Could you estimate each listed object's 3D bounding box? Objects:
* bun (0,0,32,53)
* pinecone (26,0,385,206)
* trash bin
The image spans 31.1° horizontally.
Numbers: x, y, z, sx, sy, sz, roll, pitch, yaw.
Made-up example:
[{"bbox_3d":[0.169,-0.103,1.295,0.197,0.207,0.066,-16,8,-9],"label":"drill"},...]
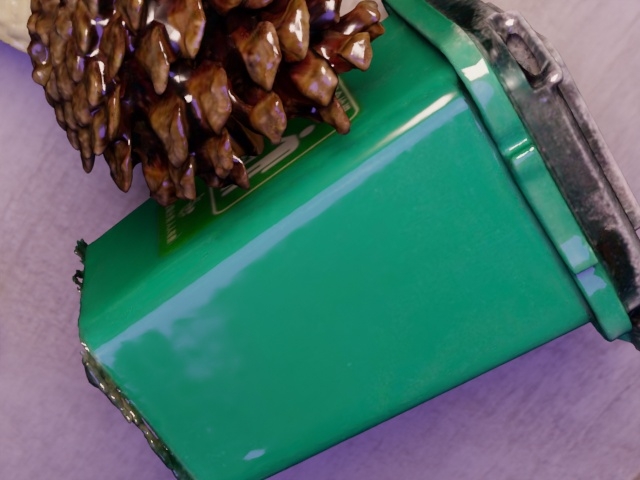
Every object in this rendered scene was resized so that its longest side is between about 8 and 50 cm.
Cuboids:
[{"bbox_3d":[-0.161,-0.258,0.790,0.259,0.152,0.259,-2,133,-2],"label":"bun"},{"bbox_3d":[-0.074,-0.118,0.718,0.205,0.184,0.179,-14,113,-28],"label":"pinecone"},{"bbox_3d":[0.031,0.017,0.871,0.381,0.259,0.295,-32,114,5],"label":"trash bin"}]
